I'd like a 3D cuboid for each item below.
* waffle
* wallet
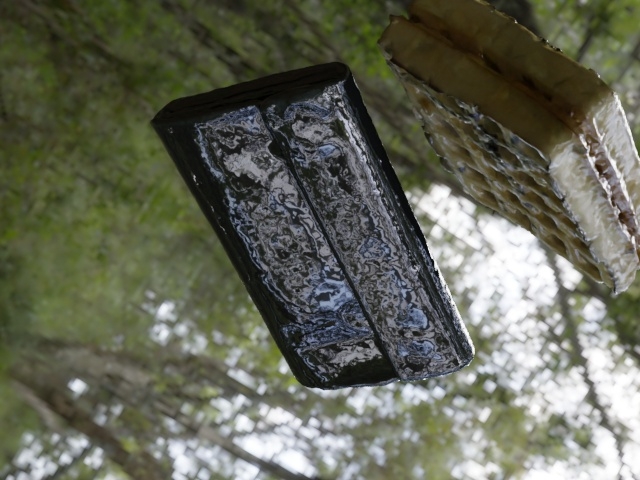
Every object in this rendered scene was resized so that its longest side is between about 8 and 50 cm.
[{"bbox_3d":[0.226,-0.099,1.495,0.114,0.261,0.376,-47,150,-3],"label":"waffle"},{"bbox_3d":[0.000,0.001,1.508,0.228,0.406,0.062,-9,-141,26],"label":"wallet"}]
